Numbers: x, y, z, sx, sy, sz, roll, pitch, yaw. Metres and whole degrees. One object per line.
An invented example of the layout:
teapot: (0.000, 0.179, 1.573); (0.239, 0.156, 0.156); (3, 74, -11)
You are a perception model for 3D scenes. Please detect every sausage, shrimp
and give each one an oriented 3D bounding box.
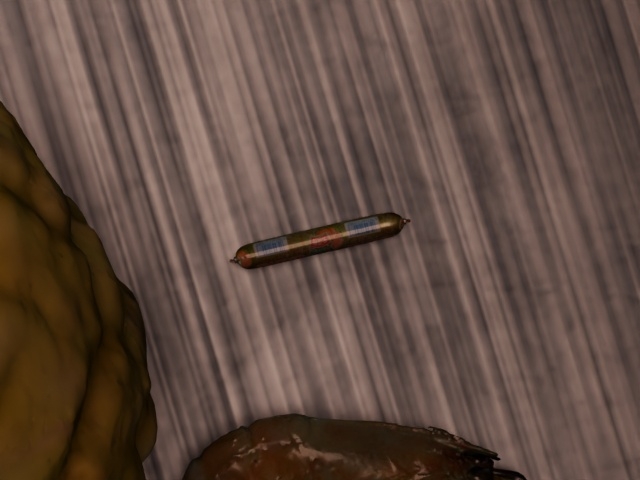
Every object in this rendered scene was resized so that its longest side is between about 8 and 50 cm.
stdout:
sausage: (0.000, 0.000, 0.889); (0.100, 0.015, 0.015); (-13, 88, -7)
shrimp: (0.018, 0.136, 0.873); (0.190, 0.042, 0.101); (-4, 107, -6)

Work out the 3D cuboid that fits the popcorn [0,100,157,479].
popcorn: (-0.232, 0.103, 0.696); (0.354, 0.344, 0.390); (-19, 121, -27)
